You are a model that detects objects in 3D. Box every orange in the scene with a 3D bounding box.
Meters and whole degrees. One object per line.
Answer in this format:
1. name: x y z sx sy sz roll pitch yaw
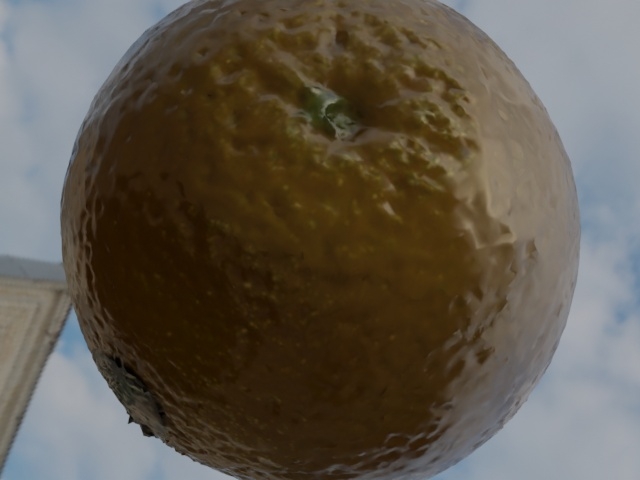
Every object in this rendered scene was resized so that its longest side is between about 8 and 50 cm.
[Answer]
1. orange: 0.000 0.000 0.475 0.236 0.236 0.236 16 -56 24
